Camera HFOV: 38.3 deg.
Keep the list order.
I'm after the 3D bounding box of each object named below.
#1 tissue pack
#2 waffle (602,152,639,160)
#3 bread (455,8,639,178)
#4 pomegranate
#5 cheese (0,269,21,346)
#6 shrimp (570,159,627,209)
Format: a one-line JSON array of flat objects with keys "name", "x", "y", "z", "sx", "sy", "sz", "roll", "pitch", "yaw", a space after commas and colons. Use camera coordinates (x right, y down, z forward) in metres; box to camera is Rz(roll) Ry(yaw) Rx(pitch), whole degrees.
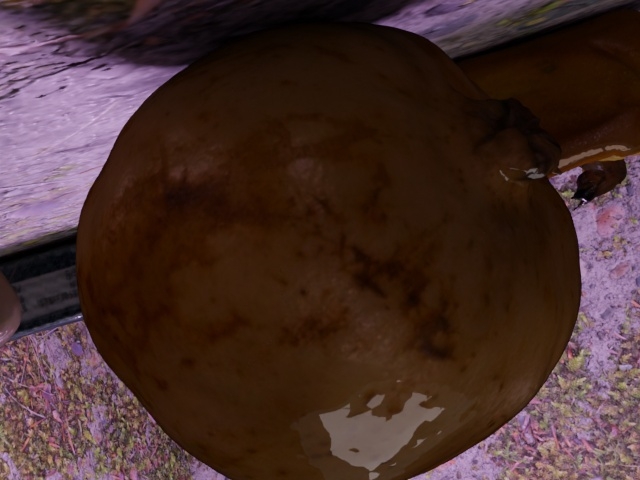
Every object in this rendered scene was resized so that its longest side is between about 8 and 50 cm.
[{"name": "tissue pack", "x": -0.380, "y": 0.076, "z": 1.179, "sx": 0.315, "sy": 0.103, "sz": 0.228, "roll": -17, "pitch": 178, "yaw": 1}, {"name": "waffle", "x": 0.373, "y": -0.148, "z": 0.921, "sx": 0.291, "sy": 0.051, "sz": 0.291, "roll": -18, "pitch": 164, "yaw": -5}, {"name": "bread", "x": 0.142, "y": -0.091, "z": 0.669, "sx": 0.245, "sy": 0.102, "sz": 0.094, "roll": -15, "pitch": -174, "yaw": 11}, {"name": "pomegranate", "x": 0.010, "y": 0.007, "z": 0.439, "sx": 0.248, "sy": 0.248, "sz": 0.248, "roll": -16, "pitch": 179, "yaw": 0}, {"name": "cheese", "x": -0.384, "y": 0.077, "z": 0.833, "sx": 0.235, "sy": 0.117, "sz": 0.218, "roll": -17, "pitch": 180, "yaw": 1}, {"name": "shrimp", "x": 0.272, "y": -0.092, "z": 1.234, "sx": 0.290, "sy": 0.054, "sz": 0.222, "roll": -15, "pitch": -147, "yaw": -14}]
